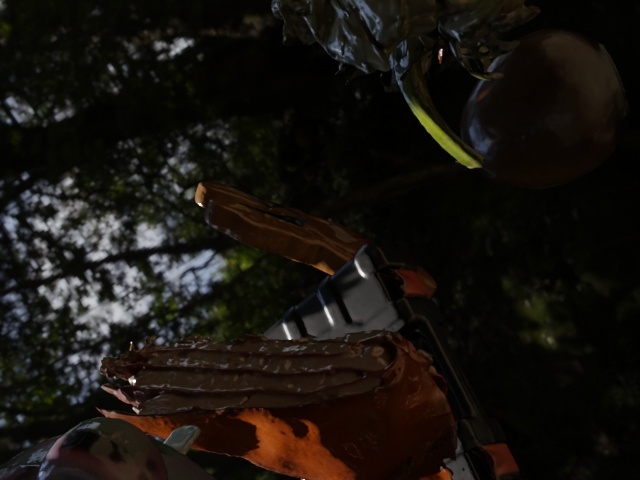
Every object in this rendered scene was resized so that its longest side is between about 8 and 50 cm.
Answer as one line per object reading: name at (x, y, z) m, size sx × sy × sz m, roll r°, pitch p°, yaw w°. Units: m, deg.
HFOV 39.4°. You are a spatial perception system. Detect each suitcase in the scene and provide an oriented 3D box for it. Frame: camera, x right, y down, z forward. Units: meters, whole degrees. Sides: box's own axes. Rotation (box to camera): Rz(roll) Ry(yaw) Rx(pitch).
suitcase at (0.054, 0.167, 0.832) m, size 0.066 × 0.206 × 0.285 m, roll 10°, pitch -134°, yaw -48°

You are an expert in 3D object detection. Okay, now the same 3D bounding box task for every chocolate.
chocolate at (0.221, -0.129, 0.916) m, size 0.176 × 0.177 × 0.176 m, roll 58°, pitch -172°, yaw -13°

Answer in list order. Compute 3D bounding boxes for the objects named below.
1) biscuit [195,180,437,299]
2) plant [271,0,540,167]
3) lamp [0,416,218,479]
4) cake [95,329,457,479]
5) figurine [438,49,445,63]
biscuit at (0.000, 0.000, 1.160) m, size 0.334 × 0.047 × 0.202 m, roll 22°, pitch -170°, yaw -17°
plant at (0.040, -0.091, 0.404) m, size 0.104 × 0.117 × 0.121 m, roll -53°, pitch -41°, yaw -64°
lamp at (-0.171, 0.217, 0.561) m, size 0.247 × 0.301 × 0.247 m, roll -45°, pitch -59°, yaw -59°
cake at (-0.035, 0.114, 0.681) m, size 0.098 × 0.288 × 0.135 m, roll -76°, pitch -6°, yaw -48°
figurine at (0.164, -0.310, 1.164) m, size 0.082 × 0.098 × 0.154 m, roll -110°, pitch 18°, yaw -69°
